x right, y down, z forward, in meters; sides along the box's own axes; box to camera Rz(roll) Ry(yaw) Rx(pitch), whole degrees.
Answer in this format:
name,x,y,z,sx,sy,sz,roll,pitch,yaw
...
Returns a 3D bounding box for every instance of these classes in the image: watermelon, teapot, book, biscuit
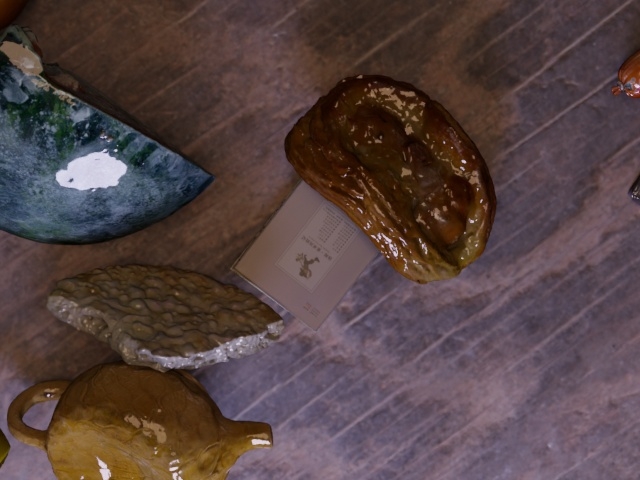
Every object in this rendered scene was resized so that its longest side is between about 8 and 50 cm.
name,x,y,z,sx,sy,sz,roll,pitch,yaw
watermelon,-0.254,-0.120,1.578,0.289,0.214,0.320,7,138,-6
teapot,-0.202,0.207,1.617,0.311,0.167,0.203,9,129,20
book,0.000,0.000,1.675,0.127,0.014,0.182,38,91,-3
biscuit,-0.170,0.087,1.597,0.265,0.188,0.040,10,120,-8

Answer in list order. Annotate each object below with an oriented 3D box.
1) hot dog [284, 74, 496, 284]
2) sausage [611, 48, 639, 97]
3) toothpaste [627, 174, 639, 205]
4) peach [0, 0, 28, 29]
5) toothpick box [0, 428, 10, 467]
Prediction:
name,x,y,z,sx,sy,sz,roll,pitch,yaw
hot dog,0.091,-0.071,1.614,0.259,0.114,0.175,43,62,-2
sausage,0.478,-0.269,1.655,0.347,0.053,0.053,-36,94,1
toothpaste,0.503,-0.019,1.672,0.282,0.068,0.099,33,62,6
peach,-0.382,-0.302,1.590,0.138,0.138,0.138,0,93,-2
toothpick box,-0.475,0.191,1.595,0.175,0.175,0.271,-43,97,1
